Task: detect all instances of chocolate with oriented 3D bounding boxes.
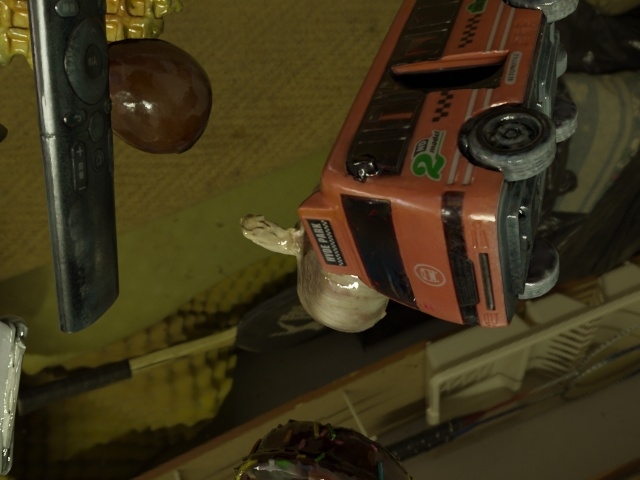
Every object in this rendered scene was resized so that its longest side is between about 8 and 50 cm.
[{"bbox_3d":[-0.236,-0.208,0.826,0.176,0.177,0.177,-18,142,-15],"label":"chocolate"}]

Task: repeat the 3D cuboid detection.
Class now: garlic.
[{"bbox_3d":[0.000,0.000,0.885,0.253,0.245,0.245,15,135,2],"label":"garlic"}]

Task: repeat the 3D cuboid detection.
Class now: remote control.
[{"bbox_3d":[-0.240,-0.095,0.596,0.044,0.107,0.378,7,113,1],"label":"remote control"}]

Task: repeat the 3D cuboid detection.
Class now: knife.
[{"bbox_3d":[-0.497,0.247,0.936,0.040,0.073,0.266,-7,110,-64],"label":"knife"}]

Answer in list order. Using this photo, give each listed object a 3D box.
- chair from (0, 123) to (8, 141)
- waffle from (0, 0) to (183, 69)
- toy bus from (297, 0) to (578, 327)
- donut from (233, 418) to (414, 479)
[{"bbox_3d":[-0.650,-0.357,0.960,0.226,0.226,0.401,-7,120,-27],"label":"chair"},{"bbox_3d":[-0.379,-0.387,0.931,0.300,0.058,0.282,-18,99,-3],"label":"waffle"},{"bbox_3d":[0.154,-0.129,0.666,0.232,0.427,0.203,5,141,26],"label":"toy bus"},{"bbox_3d":[0.005,0.298,0.716,0.216,0.096,0.230,46,134,-16],"label":"donut"}]
